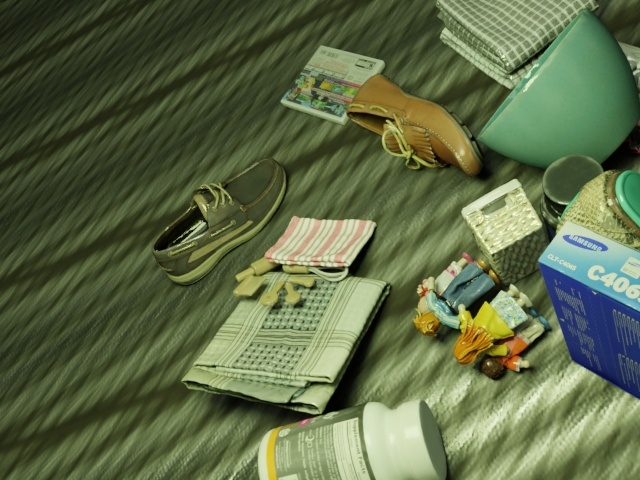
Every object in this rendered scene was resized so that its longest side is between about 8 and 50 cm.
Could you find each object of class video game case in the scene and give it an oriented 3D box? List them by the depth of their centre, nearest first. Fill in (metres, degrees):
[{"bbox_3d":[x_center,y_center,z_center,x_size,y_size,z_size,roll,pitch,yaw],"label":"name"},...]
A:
[{"bbox_3d":[0.028,-0.372,1.766,0.201,0.023,0.183,25,74,35],"label":"video game case"}]

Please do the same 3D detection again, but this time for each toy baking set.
[{"bbox_3d":[-0.048,0.063,1.487,0.256,0.030,0.196,-31,34,-22],"label":"toy baking set"}]

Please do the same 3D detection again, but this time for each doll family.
[{"bbox_3d":[0.252,0.122,1.278,0.163,0.118,0.263,-43,51,-2],"label":"doll family"}]

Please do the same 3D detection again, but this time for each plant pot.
[{"bbox_3d":[0.449,-0.237,1.329,0.195,0.290,0.290,39,81,2],"label":"plant pot"}]

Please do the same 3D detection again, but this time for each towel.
[{"bbox_3d":[-0.065,0.170,1.390,0.312,0.056,0.324,4,41,30],"label":"towel"},{"bbox_3d":[0.000,0.000,1.505,0.197,0.029,0.144,2,36,28],"label":"towel"},{"bbox_3d":[0.405,-0.476,1.569,0.235,0.121,0.284,-38,51,1],"label":"towel"}]

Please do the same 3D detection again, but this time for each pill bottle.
[{"bbox_3d":[0.052,0.357,1.211,0.278,0.162,0.162,-19,54,16],"label":"pill bottle"},{"bbox_3d":[0.431,-0.042,1.221,0.122,0.219,0.123,-13,56,20],"label":"pill bottle"}]

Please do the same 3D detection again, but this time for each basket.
[{"bbox_3d":[0.330,-0.008,1.292,0.113,0.167,0.103,-31,58,8],"label":"basket"}]

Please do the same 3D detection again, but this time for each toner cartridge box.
[{"bbox_3d":[0.422,0.118,1.045,0.165,0.348,0.075,30,76,37],"label":"toner cartridge box"}]

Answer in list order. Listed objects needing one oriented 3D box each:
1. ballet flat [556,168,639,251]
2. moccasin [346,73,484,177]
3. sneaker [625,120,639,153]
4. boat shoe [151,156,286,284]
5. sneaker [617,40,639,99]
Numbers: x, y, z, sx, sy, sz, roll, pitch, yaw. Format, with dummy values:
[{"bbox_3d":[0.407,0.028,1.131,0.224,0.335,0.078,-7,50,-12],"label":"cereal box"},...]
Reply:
[{"bbox_3d":[0.548,0.093,1.075,0.482,0.182,0.164,39,50,3],"label":"ballet flat"},{"bbox_3d":[0.183,-0.222,1.516,0.147,0.139,0.380,-45,51,-3],"label":"moccasin"},{"bbox_3d":[0.585,-0.170,1.337,0.057,0.047,0.119,-36,43,11],"label":"sneaker"},{"bbox_3d":[-0.221,-0.055,1.629,0.355,0.130,0.132,-47,51,-5],"label":"boat shoe"},{"bbox_3d":[0.612,-0.298,1.374,0.118,0.110,0.292,-26,48,-14],"label":"sneaker"}]
